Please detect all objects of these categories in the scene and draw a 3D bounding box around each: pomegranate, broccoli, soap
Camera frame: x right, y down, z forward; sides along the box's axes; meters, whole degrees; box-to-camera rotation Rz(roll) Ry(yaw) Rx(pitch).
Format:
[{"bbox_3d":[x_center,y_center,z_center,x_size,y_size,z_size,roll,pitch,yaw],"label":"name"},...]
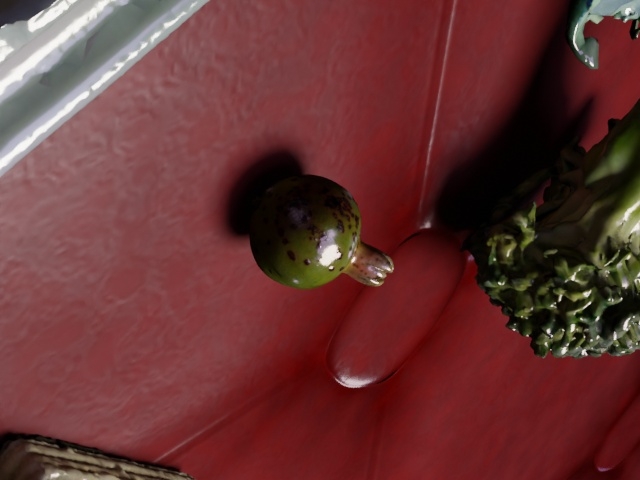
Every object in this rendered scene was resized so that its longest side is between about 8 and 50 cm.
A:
[{"bbox_3d":[-0.001,-0.001,0.779,0.073,0.084,0.073,-46,155,-30],"label":"pomegranate"},{"bbox_3d":[0.234,-0.042,0.944,0.274,0.177,0.198,-60,168,18],"label":"broccoli"},{"bbox_3d":[-0.095,-0.122,0.502,0.198,0.114,0.063,-44,148,-16],"label":"soap"}]

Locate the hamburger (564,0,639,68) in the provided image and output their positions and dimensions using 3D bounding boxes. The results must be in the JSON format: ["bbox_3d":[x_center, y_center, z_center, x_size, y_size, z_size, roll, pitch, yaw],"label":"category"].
[{"bbox_3d":[0.232,-0.246,0.815,0.260,0.150,0.276,-48,169,25],"label":"hamburger"}]

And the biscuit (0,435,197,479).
[{"bbox_3d":[-0.144,0.209,0.834,0.150,0.052,0.252,-54,150,2],"label":"biscuit"}]
